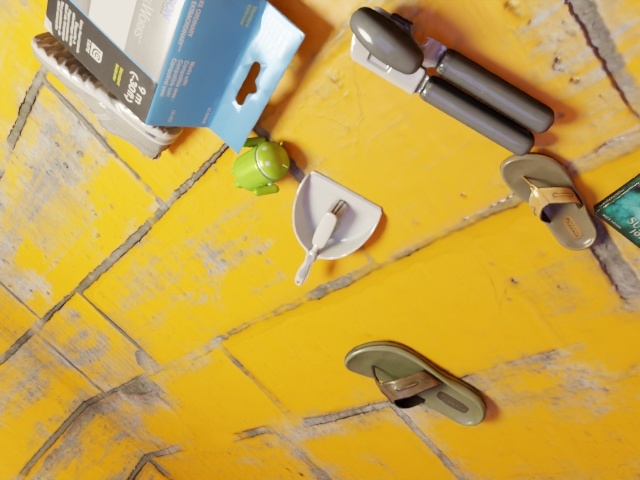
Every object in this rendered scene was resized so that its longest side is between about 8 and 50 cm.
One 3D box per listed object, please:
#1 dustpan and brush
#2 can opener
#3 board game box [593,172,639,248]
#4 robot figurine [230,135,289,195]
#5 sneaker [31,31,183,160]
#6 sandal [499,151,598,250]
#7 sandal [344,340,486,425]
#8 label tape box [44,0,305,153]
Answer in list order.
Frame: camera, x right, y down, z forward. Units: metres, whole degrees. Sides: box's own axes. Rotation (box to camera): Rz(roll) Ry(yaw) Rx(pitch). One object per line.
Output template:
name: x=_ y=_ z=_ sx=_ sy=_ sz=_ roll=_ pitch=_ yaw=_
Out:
dustpan and brush: x=0.000 y=0.000 z=0.814 sx=0.147 sy=0.060 sz=0.211 roll=29 pitch=132 yaw=4
can opener: x=0.156 y=-0.195 z=0.576 sx=0.280 sy=0.093 sz=0.074 roll=29 pitch=131 yaw=-2
board game box: x=0.473 y=-0.022 z=0.580 sx=0.186 sy=0.026 sz=0.126 roll=36 pitch=133 yaw=-2
robot figurine: x=-0.100 y=-0.124 z=0.767 sx=0.115 sy=0.067 sz=0.101 roll=-19 pitch=82 yaw=37
sneaker: x=-0.382 y=-0.244 z=0.796 sx=0.281 sy=0.105 sz=0.115 roll=40 pitch=132 yaw=-6
sandal: x=0.318 y=-0.048 z=0.624 sx=0.180 sy=0.049 sz=0.072 roll=48 pitch=131 yaw=-12
sandal: x=0.190 y=0.297 z=0.922 sx=0.303 sy=0.086 sz=0.120 roll=25 pitch=131 yaw=9
label tape box: x=-0.220 y=-0.299 z=0.644 sx=0.334 sy=0.106 sz=0.240 roll=44 pitch=132 yaw=2
